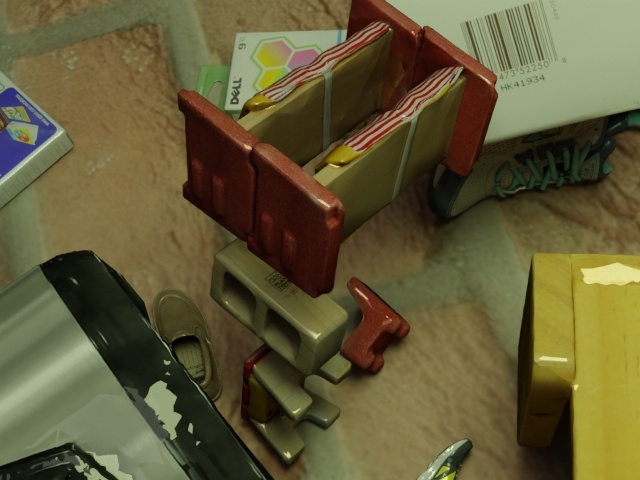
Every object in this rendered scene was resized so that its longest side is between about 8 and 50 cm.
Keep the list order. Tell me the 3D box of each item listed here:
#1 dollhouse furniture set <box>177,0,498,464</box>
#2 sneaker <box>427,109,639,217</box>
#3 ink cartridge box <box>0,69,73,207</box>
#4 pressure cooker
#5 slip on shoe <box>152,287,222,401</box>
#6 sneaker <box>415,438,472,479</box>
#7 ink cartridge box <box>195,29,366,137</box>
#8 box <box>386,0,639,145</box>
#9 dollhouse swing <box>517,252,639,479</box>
[{"bbox_3d":[0.000,0.000,0.846,0.152,0.374,0.201,38,56,22],"label":"dollhouse furniture set"},{"bbox_3d":[0.236,-0.104,1.004,0.283,0.110,0.122,-37,66,-12],"label":"sneaker"},{"bbox_3d":[-0.429,-0.109,1.134,0.208,0.045,0.206,-42,64,-16],"label":"ink cartridge box"},{"bbox_3d":[-0.237,0.263,0.730,0.420,0.376,0.370,-36,48,-12],"label":"pressure cooker"},{"bbox_3d":[-0.137,0.100,0.980,0.051,0.041,0.135,-21,61,-3],"label":"slip on shoe"},{"bbox_3d":[0.113,0.217,0.892,0.083,0.031,0.035,-43,78,-11],"label":"sneaker"},{"bbox_3d":[-0.050,-0.177,1.108,0.209,0.062,0.109,1,62,9],"label":"ink cartridge box"},{"bbox_3d":[0.197,-0.240,0.929,0.215,0.168,0.345,-12,25,22],"label":"box"},{"bbox_3d":[0.325,0.185,0.720,0.346,0.315,0.305,2,65,9],"label":"dollhouse swing"}]
